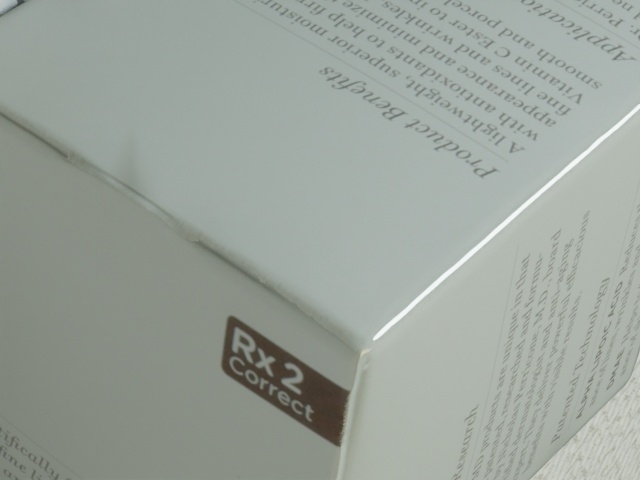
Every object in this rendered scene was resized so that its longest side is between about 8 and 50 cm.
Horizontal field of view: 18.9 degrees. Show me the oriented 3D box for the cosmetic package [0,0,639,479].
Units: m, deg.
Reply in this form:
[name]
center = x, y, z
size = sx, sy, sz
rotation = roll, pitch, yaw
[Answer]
[cosmetic package]
center = 0.000, 0.000, 0.567
size = 0.183, 0.151, 0.151
rotation = -37, 148, -38
